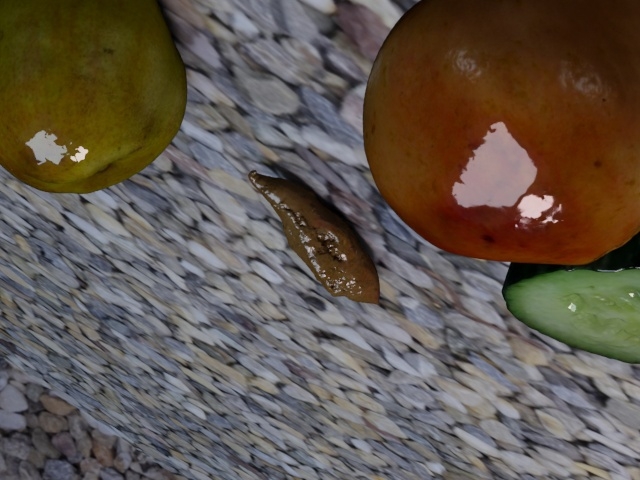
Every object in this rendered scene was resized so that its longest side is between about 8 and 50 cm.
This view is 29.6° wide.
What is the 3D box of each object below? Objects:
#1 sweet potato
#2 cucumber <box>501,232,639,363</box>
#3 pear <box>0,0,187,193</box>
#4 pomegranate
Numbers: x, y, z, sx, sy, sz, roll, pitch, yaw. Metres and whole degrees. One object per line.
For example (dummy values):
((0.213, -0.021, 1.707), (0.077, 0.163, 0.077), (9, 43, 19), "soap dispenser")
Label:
((0.000, 0.000, 1.216), (0.060, 0.068, 0.206), (-23, 118, 41), "sweet potato")
((0.235, 0.016, 0.908), (0.191, 0.130, 0.191), (23, 159, 10), "cucumber")
((-0.211, -0.135, 1.051), (0.200, 0.200, 0.200), (25, 155, 12), "pear")
((0.125, -0.079, 0.745), (0.209, 0.209, 0.209), (25, 155, 12), "pomegranate")
